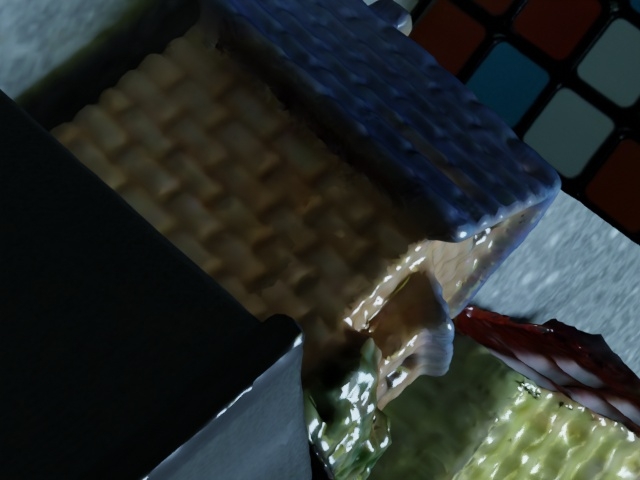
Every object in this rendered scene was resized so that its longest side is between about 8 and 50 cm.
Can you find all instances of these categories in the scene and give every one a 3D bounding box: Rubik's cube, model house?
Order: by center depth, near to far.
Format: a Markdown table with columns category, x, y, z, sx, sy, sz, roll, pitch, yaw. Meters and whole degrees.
| category | x | y | z | sx | sy | sz | roll | pitch | yaw |
| --- | --- | --- | --- | --- | --- | --- | --- | --- | --- |
| model house | 0.000 | 0.000 | 0.763 | 0.172 | 0.166 | 0.183 | -45 | 164 | -17 |
| Rubik's cube | 0.155 | -0.087 | 0.881 | 0.155 | 0.154 | 0.151 | -53 | 154 | 7 |
| model house | 0.078 | 0.139 | 1.045 | 0.196 | 0.160 | 0.254 | -55 | 151 | 10 |

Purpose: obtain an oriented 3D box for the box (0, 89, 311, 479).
| category | x | y | z | sx | sy | sz | roll | pitch | yaw |
| --- | --- | --- | --- | --- | --- | --- | --- | --- | --- |
| box | -0.151 | 0.138 | 0.648 | 0.251 | 0.204 | 0.345 | -37 | 150 | -25 |
